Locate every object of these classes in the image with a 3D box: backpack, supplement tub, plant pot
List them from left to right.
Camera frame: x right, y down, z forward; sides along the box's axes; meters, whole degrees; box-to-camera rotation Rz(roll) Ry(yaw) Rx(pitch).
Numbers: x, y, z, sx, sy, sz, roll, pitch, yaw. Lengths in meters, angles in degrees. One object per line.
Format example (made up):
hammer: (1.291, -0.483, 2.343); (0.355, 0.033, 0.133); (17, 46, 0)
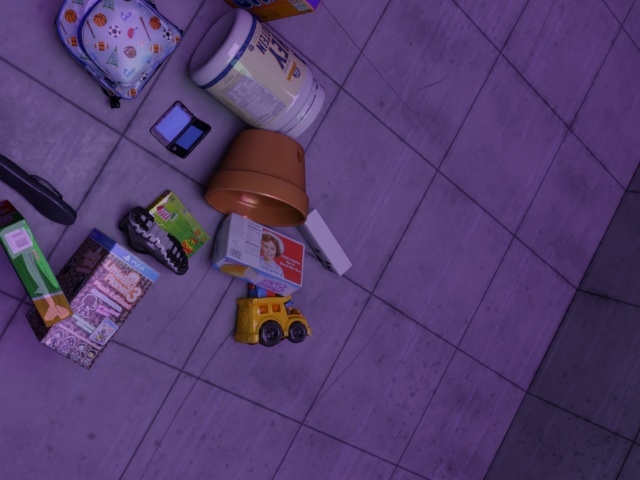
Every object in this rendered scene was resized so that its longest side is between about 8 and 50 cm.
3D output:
backpack: (-0.504, -0.503, 1.618); (0.263, 0.213, 0.277); (39, 81, -21)
supplement tub: (-0.169, -0.442, 1.813); (0.324, 0.235, 0.235); (34, 81, -33)
plant pot: (-0.162, -0.180, 1.863); (0.290, 0.290, 0.204); (20, 73, -33)

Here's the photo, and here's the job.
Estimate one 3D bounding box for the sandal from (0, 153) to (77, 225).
sandal: (-0.699, -0.131, 1.636); (0.254, 0.097, 0.055); (47, 48, -31)

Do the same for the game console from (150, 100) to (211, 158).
game console: (-0.380, -0.302, 1.810); (0.122, 0.107, 0.071); (-51, 149, -13)

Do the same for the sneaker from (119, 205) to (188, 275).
sneaker: (-0.458, 0.010, 1.811); (0.234, 0.106, 0.078); (52, 37, -26)

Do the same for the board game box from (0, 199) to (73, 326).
board game box: (-0.684, 0.045, 1.542); (0.064, 0.316, 0.242); (-28, 113, -24)

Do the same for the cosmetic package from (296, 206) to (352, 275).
cosmetic package: (0.000, 0.000, 2.092); (0.060, 0.099, 0.239); (-43, 118, -18)

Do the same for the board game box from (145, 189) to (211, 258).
board game box: (-0.401, -0.044, 1.864); (0.092, 0.043, 0.181); (-45, 119, -16)

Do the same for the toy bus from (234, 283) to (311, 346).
toy bus: (-0.149, 0.214, 2.031); (0.220, 0.149, 0.212); (0, 84, -34)

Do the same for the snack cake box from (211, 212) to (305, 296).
snack cake box: (-0.178, 0.044, 1.947); (0.264, 0.089, 0.152); (25, 50, -29)

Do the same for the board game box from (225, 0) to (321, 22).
board game box: (-0.141, -0.818, 1.679); (0.356, 0.356, 0.357); (33, 82, -32)

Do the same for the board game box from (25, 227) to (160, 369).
board game box: (-0.579, 0.140, 1.678); (0.141, 0.232, 0.291); (42, 77, -31)
